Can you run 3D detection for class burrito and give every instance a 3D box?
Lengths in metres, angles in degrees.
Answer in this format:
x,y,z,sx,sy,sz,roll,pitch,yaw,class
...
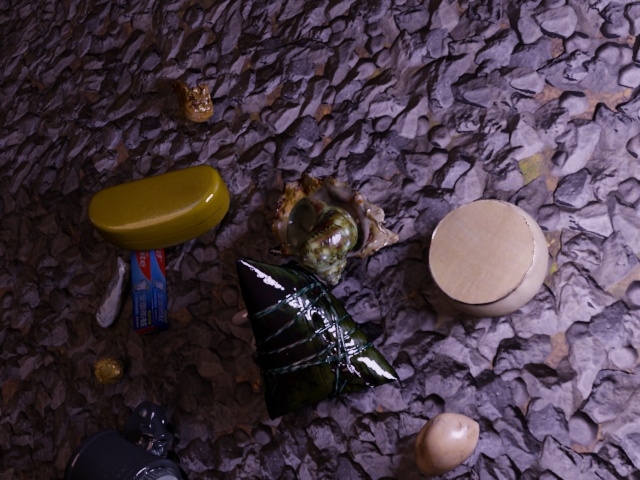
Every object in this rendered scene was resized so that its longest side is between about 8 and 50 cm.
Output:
x,y,z,sx,sy,sz,roll,pitch,yaw,class
-0.583,0.149,2.138,0.064,0.064,0.203,12,79,34,burrito

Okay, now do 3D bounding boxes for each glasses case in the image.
x,y,z,sx,sy,sz,roll,pitch,yaw,class
-0.426,-0.074,2.021,0.371,0.141,0.173,-13,57,6,glasses case

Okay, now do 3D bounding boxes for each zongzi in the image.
x,y,z,sx,sy,sz,roll,pitch,yaw,class
-0.066,0.175,1.627,0.319,0.362,0.383,-26,69,15,zongzi

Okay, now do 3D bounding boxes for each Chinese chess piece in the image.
x,y,z,sx,sy,sz,roll,pitch,yaw,class
0.348,0.036,1.578,0.249,0.103,0.250,-11,68,28,Chinese chess piece

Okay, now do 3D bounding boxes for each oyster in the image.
x,y,z,sx,sy,sz,roll,pitch,yaw,class
0.036,-0.056,1.799,0.361,0.096,0.221,1,79,33,oyster

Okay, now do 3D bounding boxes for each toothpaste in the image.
x,y,z,sx,sy,sz,roll,pitch,yaw,class
-0.475,0.098,2.084,0.076,0.066,0.320,-19,66,25,toothpaste

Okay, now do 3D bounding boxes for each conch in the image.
x,y,z,sx,sy,sz,roll,pitch,yaw,class
0.002,0.002,1.669,0.187,0.124,0.181,-19,51,51,conch

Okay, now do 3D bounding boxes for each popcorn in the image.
x,y,z,sx,sy,sz,roll,pitch,yaw,class
-0.570,0.348,2.062,0.084,0.084,0.084,-10,70,29,popcorn

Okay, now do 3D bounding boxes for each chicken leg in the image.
x,y,z,sx,sy,sz,roll,pitch,yaw,class
-0.379,-0.419,2.181,0.207,0.085,0.101,49,145,40,chicken leg

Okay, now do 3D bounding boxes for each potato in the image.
x,y,z,sx,sy,sz,roll,pitch,yaw,class
0.250,0.409,1.516,0.147,0.112,0.112,-49,56,17,potato

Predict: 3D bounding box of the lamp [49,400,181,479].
x,y,z,sx,sy,sz,roll,pitch,yaw,class
-0.482,0.603,1.837,0.374,0.205,0.272,-47,52,-3,lamp

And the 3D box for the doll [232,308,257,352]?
x,y,z,sx,sy,sz,roll,pitch,yaw,class
-0.139,0.176,1.856,0.160,0.059,0.161,-47,56,11,doll
